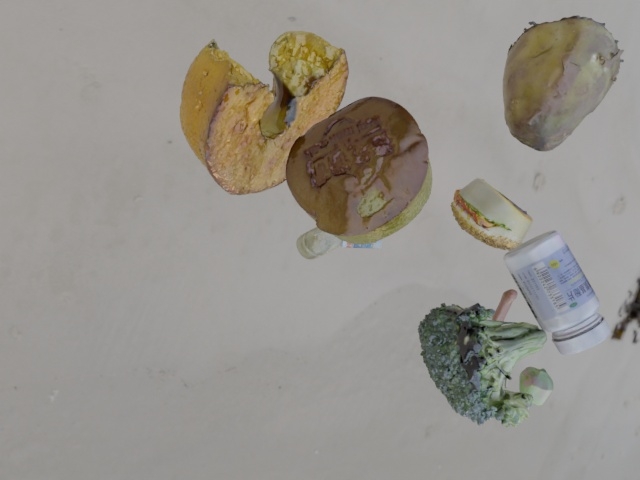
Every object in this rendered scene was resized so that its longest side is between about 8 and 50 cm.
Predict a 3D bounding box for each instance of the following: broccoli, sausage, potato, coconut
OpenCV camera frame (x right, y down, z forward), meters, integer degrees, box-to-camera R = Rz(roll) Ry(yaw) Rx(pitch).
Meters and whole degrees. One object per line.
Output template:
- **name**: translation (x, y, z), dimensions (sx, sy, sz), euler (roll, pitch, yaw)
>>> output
- **broccoli**: translation (0.333, 0.221, 1.183), dimensions (0.244, 0.263, 0.246), euler (-16, 130, -19)
- **sausage**: translation (0.574, 0.209, 1.890), dimensions (0.043, 0.043, 0.186), euler (-34, 149, -30)
- **potato**: translation (0.575, -0.361, 1.503), dimensions (0.288, 0.301, 0.237), euler (50, 59, -49)
- **coconut**: translation (0.501, 0.333, 1.406), dimensions (0.083, 0.082, 0.081), euler (5, 113, -31)

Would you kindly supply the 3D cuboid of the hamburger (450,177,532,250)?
- **hamburger**: translation (0.582, -0.082, 2.084), dimensions (0.294, 0.276, 0.179), euler (26, 109, -37)

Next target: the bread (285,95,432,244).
- **bread**: translation (0.074, -0.127, 1.117), dimensions (0.269, 0.270, 0.148), euler (-63, 154, -6)

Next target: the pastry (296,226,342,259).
- **pastry**: translation (0.000, 0.000, 1.941), dimensions (0.156, 0.156, 0.091), euler (-25, 93, -35)

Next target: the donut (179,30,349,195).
- **donut**: translation (-0.147, -0.291, 1.395), dimensions (0.435, 0.163, 0.377), euler (-25, 148, -45)

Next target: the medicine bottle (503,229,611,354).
- **medicine bottle**: translation (0.389, 0.085, 0.994), dimensions (0.103, 0.103, 0.186), euler (-25, 84, -35)

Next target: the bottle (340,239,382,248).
- **bottle**: translation (0.102, -0.004, 2.099), dimensions (0.217, 0.060, 0.060), euler (3, 106, -7)
